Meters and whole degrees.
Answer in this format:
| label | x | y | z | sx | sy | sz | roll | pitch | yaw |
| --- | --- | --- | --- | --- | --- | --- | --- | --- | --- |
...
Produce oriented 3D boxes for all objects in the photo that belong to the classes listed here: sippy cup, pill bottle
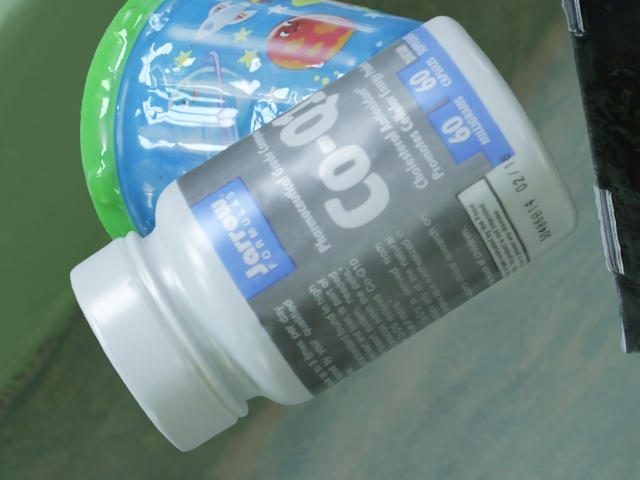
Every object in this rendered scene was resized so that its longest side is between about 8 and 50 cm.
| label | x | y | z | sx | sy | sz | roll | pitch | yaw |
| --- | --- | --- | --- | --- | --- | --- | --- | --- | --- |
| sippy cup | -0.010 | -0.074 | 1.398 | 0.224 | 0.240 | 0.305 | 9 | 126 | 41 |
| pill bottle | 0.000 | 0.000 | 0.592 | 0.137 | 0.078 | 0.078 | -32 | 75 | 0 |

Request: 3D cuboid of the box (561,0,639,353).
| label | x | y | z | sx | sy | sz | roll | pitch | yaw |
| --- | --- | --- | --- | --- | --- | --- | --- | --- | --- |
| box | 0.239 | -0.051 | 0.604 | 0.322 | 0.257 | 0.079 | 6 | 52 | 23 |
